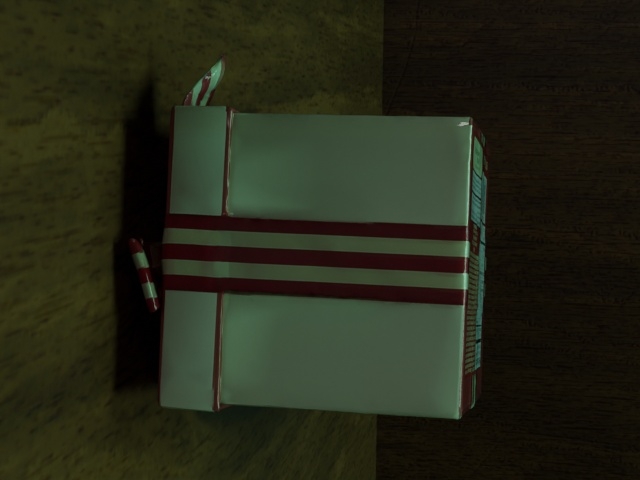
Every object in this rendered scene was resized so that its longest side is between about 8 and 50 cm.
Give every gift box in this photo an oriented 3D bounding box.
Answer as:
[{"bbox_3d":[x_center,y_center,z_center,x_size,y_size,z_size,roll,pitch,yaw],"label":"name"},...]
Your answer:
[{"bbox_3d":[0.000,0.000,1.075,0.255,0.258,0.276,35,57,-78],"label":"gift box"}]
